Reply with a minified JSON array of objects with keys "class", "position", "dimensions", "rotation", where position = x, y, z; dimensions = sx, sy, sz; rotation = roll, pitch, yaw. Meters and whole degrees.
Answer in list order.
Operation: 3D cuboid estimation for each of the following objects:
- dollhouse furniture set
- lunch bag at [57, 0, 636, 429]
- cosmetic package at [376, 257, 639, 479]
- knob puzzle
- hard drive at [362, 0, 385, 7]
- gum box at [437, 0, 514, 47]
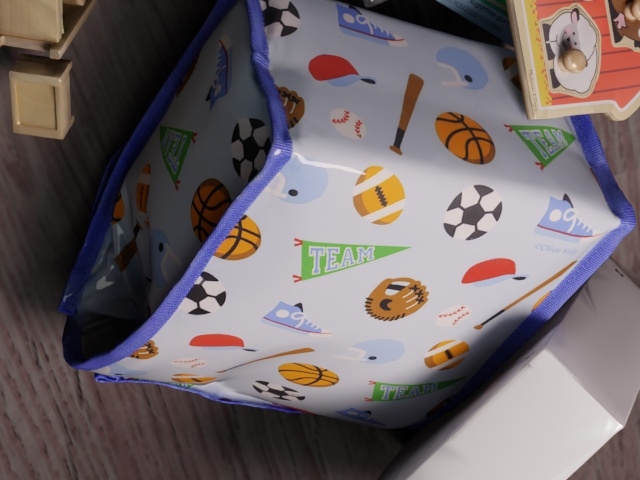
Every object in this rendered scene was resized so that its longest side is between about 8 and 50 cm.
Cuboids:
[{"class":"dollhouse furniture set","position":[-0.260,-0.191,1.437],"dimensions":[0.161,0.101,0.182],"rotation":[9,126,8]},{"class":"lunch bag","position":[0.000,0.000,1.525],"dimensions":[0.328,0.239,0.385],"rotation":[12,135,-25]},{"class":"cosmetic package","position":[0.155,0.170,1.625],"dimensions":[0.097,0.377,0.284],"rotation":[43,109,4]},{"class":"knob puzzle","position":[0.225,-0.189,1.465],"dimensions":[0.213,0.030,0.213],"rotation":[4,83,-36]},{"class":"hard drive","position":[0.053,-0.235,1.305],"dimensions":[0.094,0.022,0.135],"rotation":[-22,128,2]},{"class":"gum box","position":[0.159,-0.261,1.507],"dimensions":[0.157,0.041,0.184],"rotation":[26,116,-30]}]
